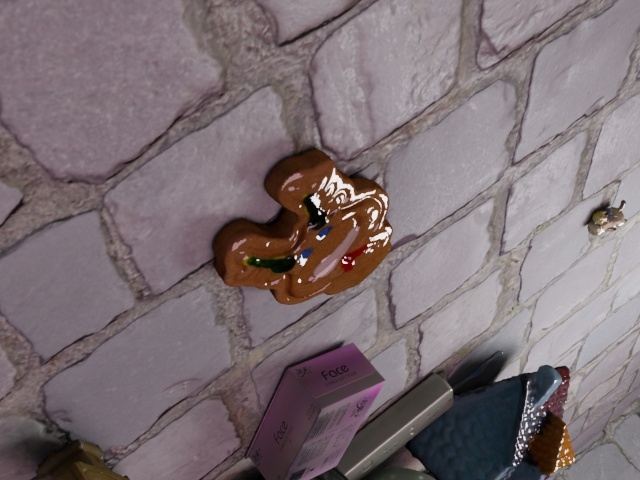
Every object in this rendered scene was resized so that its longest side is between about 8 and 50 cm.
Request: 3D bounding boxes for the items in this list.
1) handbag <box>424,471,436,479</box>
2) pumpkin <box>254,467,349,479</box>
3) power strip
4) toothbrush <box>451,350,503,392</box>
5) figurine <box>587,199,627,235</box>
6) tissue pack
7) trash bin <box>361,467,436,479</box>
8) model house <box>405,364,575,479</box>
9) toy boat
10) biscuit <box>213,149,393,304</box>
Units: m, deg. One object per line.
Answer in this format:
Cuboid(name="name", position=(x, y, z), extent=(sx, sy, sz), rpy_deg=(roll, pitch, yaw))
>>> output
Cuboid(name="handbag", position=(0.188, 0.688, 2.408), extent=(0.285, 0.113, 0.257), rpy_deg=(-1, 138, -53))
Cuboid(name="pumpkin", position=(-0.052, 0.547, 1.738), extent=(0.323, 0.241, 0.323), rpy_deg=(-34, 140, -35))
Cuboid(name="power strip", position=(0.136, 0.386, 1.956), extent=(0.338, 0.058, 0.098), rpy_deg=(-36, 152, -12))
Cuboid(name="toothbrush", position=(0.338, 0.288, 2.133), extent=(0.162, 0.014, 0.017), rpy_deg=(-32, 132, -19))
Cuboid(name="figurine", position=(0.565, -0.047, 1.926), extent=(0.083, 0.047, 0.050), rpy_deg=(-29, 136, -11))
Cuboid(name="tissue pack", position=(-0.010, 0.293, 1.590), extent=(0.149, 0.092, 0.246), rpy_deg=(-16, 143, -39))
Cuboid(name="trash bin", position=(0.200, 0.655, 2.047), extent=(0.280, 0.280, 0.432), rpy_deg=(-42, 144, -2))
Cuboid(name="model house", position=(0.446, 0.410, 2.145), extent=(0.339, 0.297, 0.360), rpy_deg=(-55, 153, 17))
Cuboid(name="toy boat", position=(-0.291, 0.317, 1.229), extent=(0.089, 0.121, 0.321), rpy_deg=(-38, 166, -9))
Cuboid(name="biscuit", position=(0.000, 0.000, 1.237), extent=(0.202, 0.047, 0.334), rpy_deg=(-48, 153, 9))
